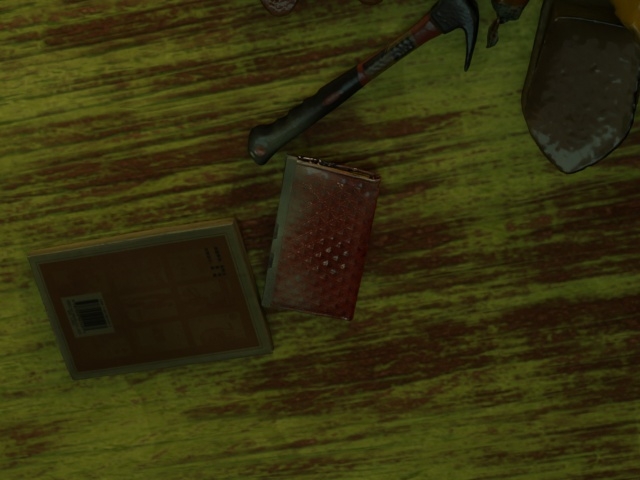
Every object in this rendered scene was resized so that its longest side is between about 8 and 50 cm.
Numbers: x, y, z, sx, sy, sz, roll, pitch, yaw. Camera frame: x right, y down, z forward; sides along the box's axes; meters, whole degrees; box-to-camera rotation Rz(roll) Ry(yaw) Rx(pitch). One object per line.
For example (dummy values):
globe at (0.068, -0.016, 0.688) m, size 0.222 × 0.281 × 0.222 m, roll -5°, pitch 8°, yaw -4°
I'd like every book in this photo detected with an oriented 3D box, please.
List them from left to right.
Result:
book at (-0.187, 0.067, 1.998) m, size 0.242 × 0.018 × 0.170 m, roll -9°, pitch 116°, yaw 14°

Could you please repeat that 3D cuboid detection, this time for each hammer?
hammer at (0.038, -0.166, 1.833) m, size 0.288 × 0.033 × 0.111 m, roll -33°, pitch 107°, yaw 23°

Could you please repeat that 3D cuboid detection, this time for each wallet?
wallet at (0.000, 0.000, 1.919) m, size 0.103 × 0.020 × 0.196 m, roll 12°, pitch 126°, yaw 3°

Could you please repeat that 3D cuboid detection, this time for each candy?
candy at (0.199, -0.268, 1.744) m, size 0.046 × 0.053 × 0.182 m, roll 13°, pitch 119°, yaw -12°

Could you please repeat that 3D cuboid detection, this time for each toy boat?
toy boat at (0.259, -0.147, 1.791) m, size 0.116 × 0.061 × 0.188 m, roll 9°, pitch 119°, yaw 4°

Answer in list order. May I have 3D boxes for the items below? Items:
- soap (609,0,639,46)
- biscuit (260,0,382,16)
soap at (0.344, -0.208, 1.691) m, size 0.080 × 0.160 × 0.257 m, roll -34°, pitch 106°, yaw 24°
biscuit at (0.026, -0.293, 1.769) m, size 0.205 × 0.031 × 0.138 m, roll -13°, pitch 115°, yaw 16°
